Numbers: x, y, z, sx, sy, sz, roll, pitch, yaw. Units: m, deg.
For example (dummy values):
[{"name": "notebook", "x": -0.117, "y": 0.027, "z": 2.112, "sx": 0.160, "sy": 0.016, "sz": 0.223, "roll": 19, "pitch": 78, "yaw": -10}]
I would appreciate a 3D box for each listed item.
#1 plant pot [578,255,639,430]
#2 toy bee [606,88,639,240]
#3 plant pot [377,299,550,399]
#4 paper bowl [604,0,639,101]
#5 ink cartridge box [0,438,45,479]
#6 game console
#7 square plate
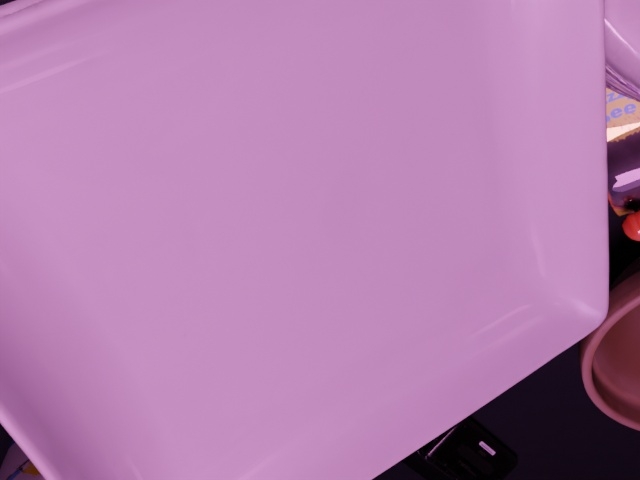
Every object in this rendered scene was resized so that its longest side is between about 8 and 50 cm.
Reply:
[{"name": "plant pot", "x": 0.353, "y": 0.070, "z": 0.742, "sx": 0.237, "sy": 0.109, "sz": 0.237, "roll": 4, "pitch": 133, "yaw": 4}, {"name": "toy bee", "x": 0.223, "y": -0.090, "z": 0.576, "sx": 0.298, "sy": 0.162, "sz": 0.195, "roll": 32, "pitch": 126, "yaw": -22}, {"name": "plant pot", "x": 0.052, "y": 0.014, "z": 0.609, "sx": 0.191, "sy": 0.191, "sz": 0.174, "roll": 21, "pitch": 175, "yaw": -13}, {"name": "paper bowl", "x": 0.243, "y": -0.197, "z": 0.412, "sx": 0.284, "sy": 0.148, "sz": 0.284, "roll": 0, "pitch": 107, "yaw": 0}, {"name": "ink cartridge box", "x": -0.275, "y": 0.306, "z": 0.941, "sx": 0.171, "sy": 0.232, "sz": 0.168, "roll": 38, "pitch": 125, "yaw": -25}, {"name": "game console", "x": 0.163, "y": 0.265, "z": 1.009, "sx": 0.107, "sy": 0.071, "sz": 0.122, "roll": -47, "pitch": 119, "yaw": 4}, {"name": "square plate", "x": 0.000, "y": 0.000, "z": 0.412, "sx": 0.344, "sy": 0.049, "sz": 0.347, "roll": -29, "pitch": 131, "yaw": -14}]
